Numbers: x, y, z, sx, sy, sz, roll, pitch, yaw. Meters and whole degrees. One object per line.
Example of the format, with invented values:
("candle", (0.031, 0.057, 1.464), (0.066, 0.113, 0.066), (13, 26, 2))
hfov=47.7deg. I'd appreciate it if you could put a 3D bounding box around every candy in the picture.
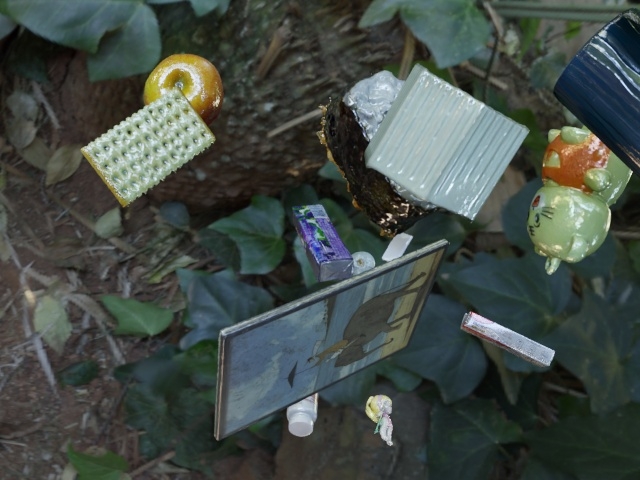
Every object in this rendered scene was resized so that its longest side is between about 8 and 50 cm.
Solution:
("candy", (0.000, 0.000, 1.776), (0.088, 0.312, 0.061), (-3, 119, -13))

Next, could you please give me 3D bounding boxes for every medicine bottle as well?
("medicine bottle", (-0.046, 0.431, 1.875), (0.079, 0.079, 0.140), (42, 29, -25))

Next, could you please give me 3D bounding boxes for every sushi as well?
("sushi", (0.153, -0.194, 1.592), (0.234, 0.207, 0.348), (-17, 80, -33))

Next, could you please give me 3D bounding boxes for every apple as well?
("apple", (-0.304, -0.326, 1.654), (0.160, 0.173, 0.195), (44, 81, -1))

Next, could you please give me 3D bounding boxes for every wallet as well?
("wallet", (0.184, 0.018, 1.735), (0.083, 0.044, 0.011), (-57, 144, -13))

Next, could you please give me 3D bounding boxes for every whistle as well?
("whistle", (0.351, -0.091, 0.969), (0.106, 0.131, 0.288), (17, 93, -4))

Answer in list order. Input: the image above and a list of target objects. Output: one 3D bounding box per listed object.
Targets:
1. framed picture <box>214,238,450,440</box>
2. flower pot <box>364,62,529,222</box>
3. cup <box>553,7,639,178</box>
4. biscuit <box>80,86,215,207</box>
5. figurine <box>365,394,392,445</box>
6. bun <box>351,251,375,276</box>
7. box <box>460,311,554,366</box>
("framed picture", (0.012, 0.138, 0.996), (0.347, 0.265, 0.016), (-20, 55, -27))
("flower pot", (0.210, -0.169, 1.245), (0.239, 0.209, 0.189), (17, 110, -35))
("cup", (0.316, -0.138, 0.698), (0.138, 0.113, 0.150), (49, 30, 15))
("biscuit", (-0.321, -0.181, 1.379), (0.231, 0.016, 0.139), (-40, 101, -23))
("figurine", (0.177, 0.524, 2.134), (0.083, 0.083, 0.187), (39, 23, -27))
("bun", (0.107, 0.066, 1.945), (0.083, 0.045, 0.083), (1, 72, -2))
("box", (0.440, 0.235, 1.714), (0.218, 0.055, 0.039), (26, 77, 3))
